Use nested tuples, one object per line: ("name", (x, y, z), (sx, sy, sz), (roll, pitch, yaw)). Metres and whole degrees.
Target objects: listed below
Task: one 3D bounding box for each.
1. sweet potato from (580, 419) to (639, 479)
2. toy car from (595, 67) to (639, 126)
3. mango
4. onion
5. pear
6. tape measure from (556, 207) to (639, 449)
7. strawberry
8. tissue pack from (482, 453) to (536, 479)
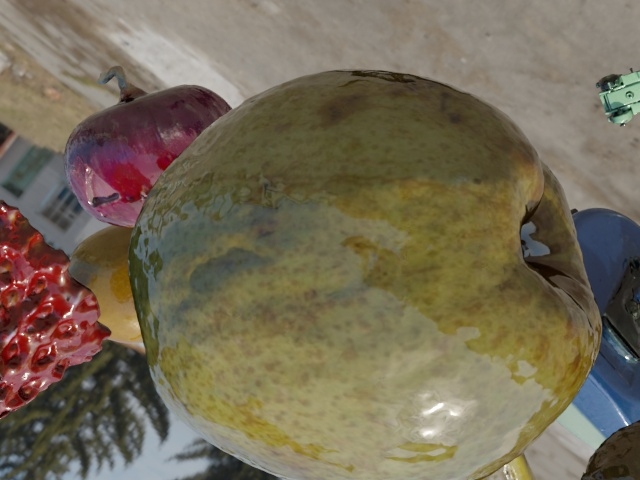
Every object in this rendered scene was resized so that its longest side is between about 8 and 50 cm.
("sweet potato", (0.250, 0.124, 0.568), (0.062, 0.233, 0.081), (9, 118, 50))
("toy car", (0.465, -0.218, 1.235), (0.073, 0.143, 0.054), (64, -152, -14))
("mango", (-0.239, 0.050, 1.251), (0.139, 0.254, 0.176), (-108, -4, -72))
("onion", (-0.162, -0.086, 0.863), (0.177, 0.154, 0.177), (2, -157, -1))
("pear", (0.029, 0.026, 0.425), (0.211, 0.188, 0.228), (-10, 147, 43))
("tape measure", (0.300, 0.127, 0.840), (0.351, 0.215, 0.098), (47, 143, -14))
("strawberry", (-0.298, 0.072, 0.675), (0.233, 0.178, 0.234), (15, 141, 13))
("tissue pack", (0.058, 0.160, 0.712), (0.271, 0.134, 0.192), (46, 163, 52))
